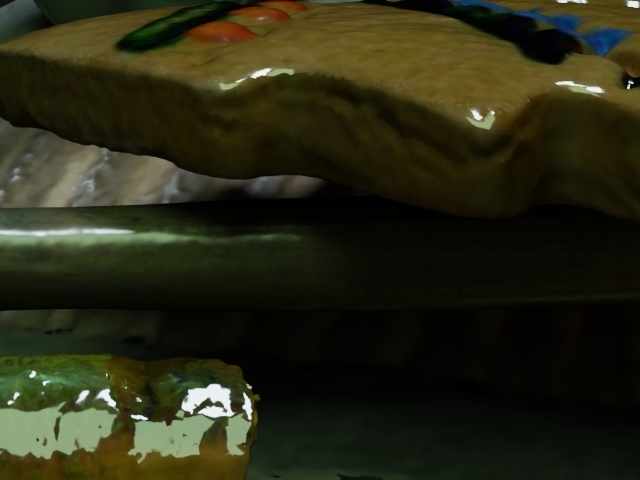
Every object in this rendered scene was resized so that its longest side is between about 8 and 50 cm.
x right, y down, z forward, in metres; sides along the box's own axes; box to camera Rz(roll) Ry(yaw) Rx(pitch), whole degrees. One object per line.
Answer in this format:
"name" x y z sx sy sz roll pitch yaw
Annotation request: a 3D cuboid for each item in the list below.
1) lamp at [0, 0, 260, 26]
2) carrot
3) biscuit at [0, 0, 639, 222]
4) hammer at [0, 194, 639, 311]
"lamp" -0.082 -0.111 0.649 0.121 0.121 0.214 23 32 26
"carrot" -0.146 0.060 0.488 0.260 0.070 0.070 -1 39 -4
"biscuit" 0.050 -0.048 0.545 0.301 0.043 0.278 2 15 -4
"hammer" 0.000 0.000 0.527 0.440 0.044 0.168 -2 13 -15
